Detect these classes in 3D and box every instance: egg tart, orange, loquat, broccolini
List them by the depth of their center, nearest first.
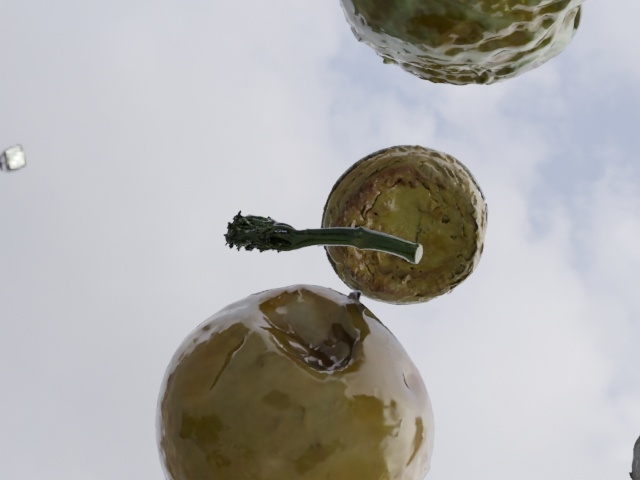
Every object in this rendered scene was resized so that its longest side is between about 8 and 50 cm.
[{"bbox_3d":[-0.022,0.157,0.624,0.244,0.244,0.244,7,-78,38],"label":"loquat"},{"bbox_3d":[0.113,-0.275,0.642,0.271,0.210,0.369,51,-25,18],"label":"orange"},{"bbox_3d":[0.000,0.000,0.821,0.239,0.051,0.054,5,-63,27],"label":"broccolini"},{"bbox_3d":[0.115,-0.023,1.038,0.234,0.094,0.234,-1,-71,-3],"label":"egg tart"}]

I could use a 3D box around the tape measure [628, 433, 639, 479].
[{"bbox_3d":[0.427,0.258,0.723,0.236,0.197,0.120,58,-18,14],"label":"tape measure"}]
